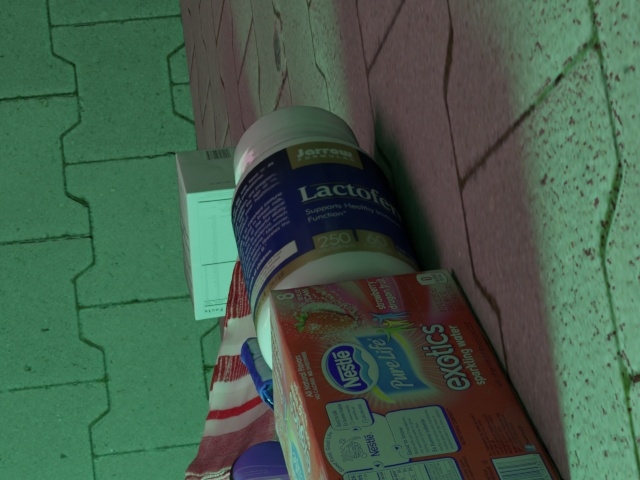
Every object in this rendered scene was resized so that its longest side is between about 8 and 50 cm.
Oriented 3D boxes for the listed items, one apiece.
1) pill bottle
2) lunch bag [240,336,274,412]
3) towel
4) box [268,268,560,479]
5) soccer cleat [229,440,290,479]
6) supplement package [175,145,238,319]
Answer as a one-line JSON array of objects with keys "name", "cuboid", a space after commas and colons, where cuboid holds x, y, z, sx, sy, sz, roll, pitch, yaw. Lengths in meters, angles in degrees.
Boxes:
[{"name": "pill bottle", "cuboid": [0.000, 0.000, 1.324, 0.264, 0.153, 0.153, -108, 14, -50]}, {"name": "lunch bag", "cuboid": [0.003, 0.141, 1.367, 0.096, 0.151, 0.129, -66, 16, 8]}, {"name": "towel", "cuboid": [-0.068, 0.116, 1.688, 0.237, 0.037, 0.329, -33, 41, 58]}, {"name": "box", "cuboid": [0.058, 0.159, 1.063, 0.300, 0.154, 0.142, -113, 19, -59]}, {"name": "soccer cleat", "cuboid": [0.036, 0.240, 1.204, 0.318, 0.109, 0.116, 39, 133, 43]}, {"name": "supplement package", "cuboid": [-0.153, -0.013, 2.362, 0.134, 0.139, 0.244, -111, 18, -55]}]
